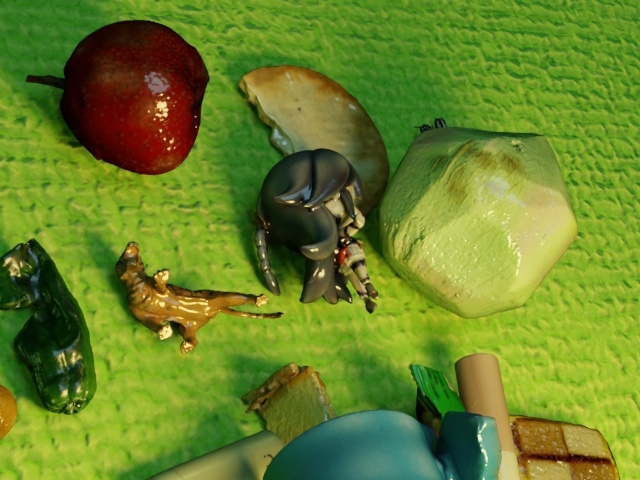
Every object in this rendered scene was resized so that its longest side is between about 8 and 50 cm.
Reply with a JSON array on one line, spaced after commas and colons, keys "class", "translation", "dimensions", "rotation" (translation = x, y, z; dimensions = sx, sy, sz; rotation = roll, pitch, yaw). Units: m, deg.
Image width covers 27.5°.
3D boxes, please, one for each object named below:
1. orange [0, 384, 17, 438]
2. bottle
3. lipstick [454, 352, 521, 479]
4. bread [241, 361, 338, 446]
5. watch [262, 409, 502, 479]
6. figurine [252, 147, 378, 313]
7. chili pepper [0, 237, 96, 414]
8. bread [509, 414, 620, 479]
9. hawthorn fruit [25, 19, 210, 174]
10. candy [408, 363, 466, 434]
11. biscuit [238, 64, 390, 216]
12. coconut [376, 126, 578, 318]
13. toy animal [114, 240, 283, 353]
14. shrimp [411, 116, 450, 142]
[{"class": "orange", "translation": [-0.423, 0.218, 1.650], "dimensions": [0.085, 0.085, 0.085], "rotation": [16, 53, -23]}, {"class": "bottle", "translation": [-0.141, 0.321, 1.767], "dimensions": [0.201, 0.072, 0.072], "rotation": [-17, 71, -39]}, {"class": "lipstick", "translation": [0.255, 0.299, 1.972], "dimensions": [0.070, 0.070, 0.254], "rotation": [10, 56, -27]}, {"class": "bread", "translation": [-0.010, 0.246, 1.888], "dimensions": [0.152, 0.127, 0.147], "rotation": [-4, 62, -54]}, {"class": "watch", "translation": [0.086, 0.332, 1.735], "dimensions": [0.274, 0.305, 0.241], "rotation": [14, 35, -35]}, {"class": "figurine", "translation": [-0.002, -0.016, 2.017], "dimensions": [0.197, 0.175, 0.265], "rotation": [15, 46, -19]}, {"class": "chili pepper", "translation": [-0.365, 0.114, 1.757], "dimensions": [0.099, 0.083, 0.253], "rotation": [-15, 66, -29]}, {"class": "bread", "translation": [0.362, 0.367, 2.049], "dimensions": [0.222, 0.096, 0.181], "rotation": [13, 52, -25]}, {"class": "hawthorn fruit", "translation": [-0.301, -0.226, 1.941], "dimensions": [0.266, 0.210, 0.230], "rotation": [15, 56, -10]}, {"class": "candy", "translation": [0.184, 0.272, 1.946], "dimensions": [0.078, 0.203, 0.141], "rotation": [-9, 66, 3]}, {"class": "biscuit", "translation": [0.009, -0.178, 2.213], "dimensions": [0.204, 0.040, 0.309], "rotation": [-30, 80, -41]}, {"class": "coconut", "translation": [0.259, -0.047, 2.107], "dimensions": [0.328, 0.281, 0.328], "rotation": [-4, 69, 12]}, {"class": "toy animal", "translation": [-0.176, 0.096, 1.892], "dimensions": [0.255, 0.114, 0.116], "rotation": [17, 10, -28]}, {"class": "shrimp", "translation": [0.224, -0.134, 2.322], "dimensions": [0.082, 0.076, 0.174], "rotation": [-24, 77, 1]}]
